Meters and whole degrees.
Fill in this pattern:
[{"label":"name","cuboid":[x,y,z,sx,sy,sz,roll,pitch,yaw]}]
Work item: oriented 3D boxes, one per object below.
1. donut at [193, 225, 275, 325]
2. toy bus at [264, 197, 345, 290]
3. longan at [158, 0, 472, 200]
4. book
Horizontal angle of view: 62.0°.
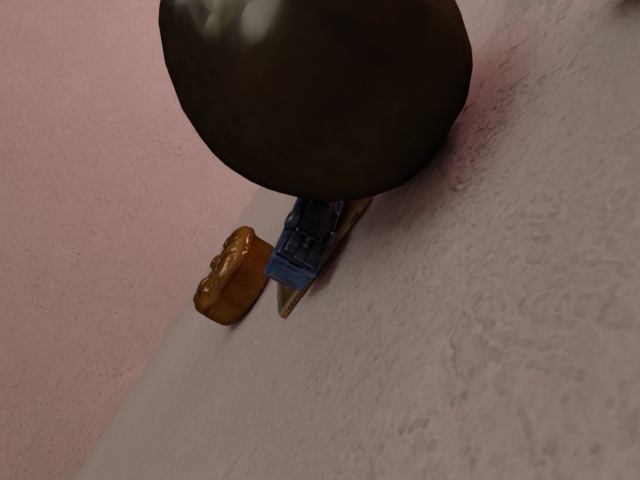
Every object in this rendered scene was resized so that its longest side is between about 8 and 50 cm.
[{"label":"donut","cuboid":[-0.193,0.080,1.187,0.226,0.114,0.226,-52,14,18]},{"label":"toy bus","cuboid":[-0.015,-0.038,0.822,0.094,0.079,0.236,-43,20,49]},{"label":"longan","cuboid":[-0.008,-0.221,0.670,0.336,0.404,0.404,-60,12,15]},{"label":"book","cuboid":[0.001,0.000,0.886,0.241,0.018,0.170,-54,15,12]}]
